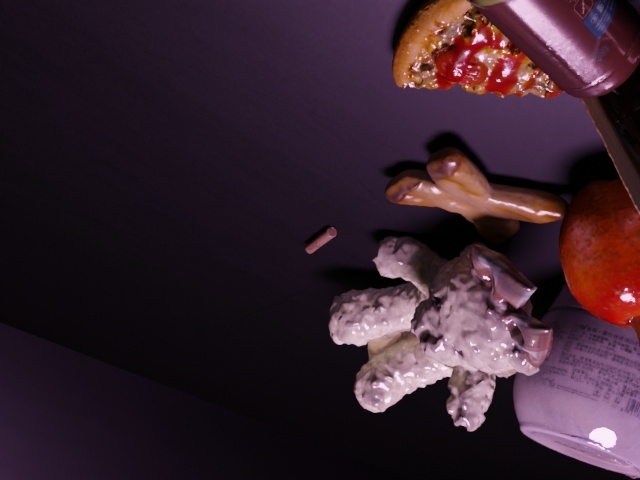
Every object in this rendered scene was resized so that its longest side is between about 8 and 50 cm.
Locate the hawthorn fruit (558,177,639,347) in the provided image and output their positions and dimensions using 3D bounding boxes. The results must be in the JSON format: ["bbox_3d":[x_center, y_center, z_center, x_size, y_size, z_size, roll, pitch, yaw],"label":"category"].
[{"bbox_3d":[0.392,0.030,1.047,0.197,0.225,0.196,4,162,1],"label":"hawthorn fruit"}]

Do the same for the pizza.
[{"bbox_3d":[0.180,-0.185,0.874,0.199,0.062,0.188,15,158,-11],"label":"pizza"}]

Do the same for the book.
[{"bbox_3d":[0.383,-0.051,0.889,0.295,0.208,0.020,24,129,-34],"label":"book"}]

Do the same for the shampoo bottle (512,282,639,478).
[{"bbox_3d":[0.459,0.218,1.350,0.273,0.266,0.273,24,166,6],"label":"shampoo bottle"}]

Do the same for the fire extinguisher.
[{"bbox_3d":[0.193,-0.205,0.730,0.341,0.141,0.105,31,145,-32],"label":"fire extinguisher"}]

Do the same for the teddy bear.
[{"bbox_3d":[0.164,0.144,1.304,0.375,0.327,0.362,-22,176,15],"label":"teddy bear"}]

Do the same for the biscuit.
[{"bbox_3d":[0.211,-0.059,1.152,0.208,0.047,0.164,21,158,-22],"label":"biscuit"}]

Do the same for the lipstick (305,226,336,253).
[{"bbox_3d":[0.000,0.000,1.416,0.019,0.019,0.094,20,155,-17],"label":"lipstick"}]
